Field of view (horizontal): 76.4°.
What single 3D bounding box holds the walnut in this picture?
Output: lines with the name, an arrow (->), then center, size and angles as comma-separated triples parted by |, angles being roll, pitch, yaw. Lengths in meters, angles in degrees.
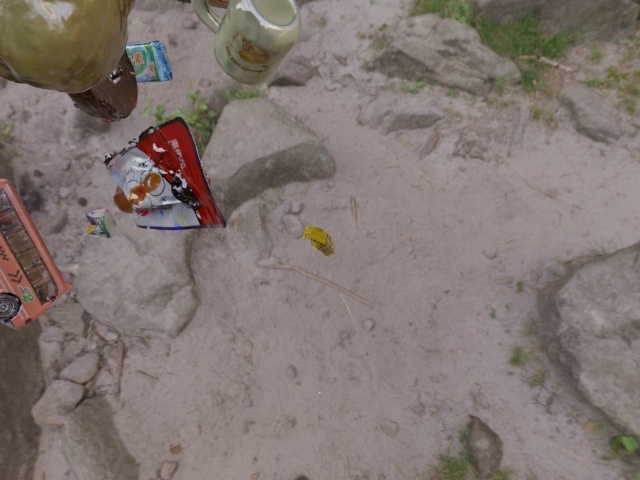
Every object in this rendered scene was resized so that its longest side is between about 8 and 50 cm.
walnut -> -0.433, -0.374, 0.605 | 0.282, 0.253, 0.277 | 17, 105, -17

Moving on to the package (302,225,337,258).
package -> 0.000, 0.000, 1.498 | 0.131, 0.047, 0.071 | 43, 39, -19

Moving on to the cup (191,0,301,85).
cup -> -0.176, -0.541, 0.992 | 0.173, 0.202, 0.255 | -35, 95, -34

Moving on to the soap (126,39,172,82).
soap -> -0.742, -0.735, 1.686 | 0.293, 0.156, 0.077 | 4, 28, 19

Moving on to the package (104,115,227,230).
package -> -0.286, -0.099, 0.734 | 0.269, 0.194, 0.071 | -10, 28, 33

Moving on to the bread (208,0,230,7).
bread -> -0.353, -0.891, 1.423 | 0.166, 0.294, 0.132 | 4, 114, -2

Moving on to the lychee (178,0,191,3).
lychee -> -0.621, -1.216, 1.831 | 0.255, 0.255, 0.274 | -24, 52, -9

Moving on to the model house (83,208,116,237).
model house -> -0.897, -0.068, 1.635 | 0.100, 0.101, 0.088 | -2, 47, -3

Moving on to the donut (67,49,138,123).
donut -> -0.748, -0.551, 1.398 | 0.136, 0.259, 0.345 | -5, 50, 5

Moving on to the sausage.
sausage -> -0.422, -0.135, 1.055 | 0.330, 0.102, 0.102 | -12, 66, 31

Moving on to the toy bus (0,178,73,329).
toy bus -> -0.963, 0.039, 1.224 | 0.203, 0.427, 0.233 | 4, 28, 37
